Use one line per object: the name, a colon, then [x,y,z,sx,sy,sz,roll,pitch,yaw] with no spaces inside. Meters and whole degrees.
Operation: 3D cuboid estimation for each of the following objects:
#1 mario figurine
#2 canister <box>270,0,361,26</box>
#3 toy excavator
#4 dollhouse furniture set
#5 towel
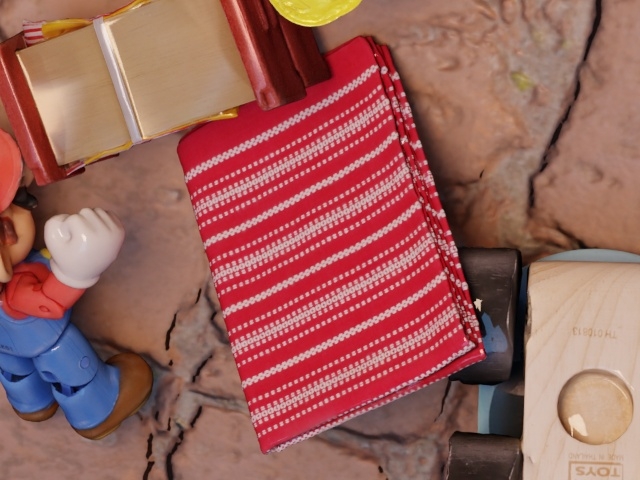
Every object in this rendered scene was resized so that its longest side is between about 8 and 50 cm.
mario figurine: [-0.232,0.014,1.471,0.198,0.170,0.320,-16,139,8]
canister: [-0.009,-0.238,1.287,0.073,0.170,0.126,-27,113,22]
toy excavator: [0.225,0.242,1.520,0.222,0.445,0.433,1,76,9]
dollhouse furniture set: [-0.154,-0.247,1.344,0.201,0.152,0.374,-16,99,18]
towel: [0.000,0.000,1.404,0.199,0.275,0.031,-26,155,22]
